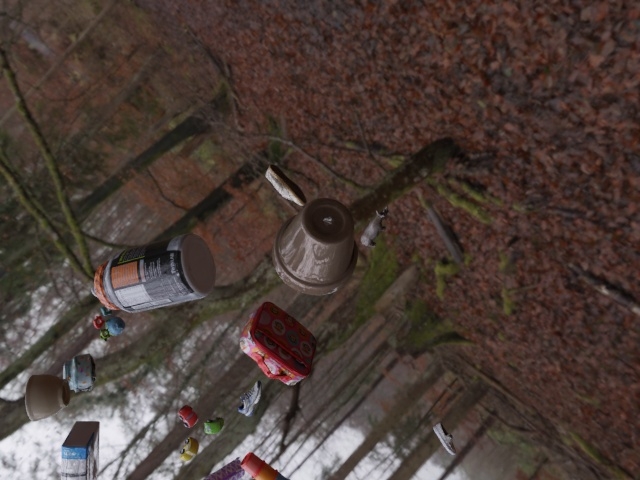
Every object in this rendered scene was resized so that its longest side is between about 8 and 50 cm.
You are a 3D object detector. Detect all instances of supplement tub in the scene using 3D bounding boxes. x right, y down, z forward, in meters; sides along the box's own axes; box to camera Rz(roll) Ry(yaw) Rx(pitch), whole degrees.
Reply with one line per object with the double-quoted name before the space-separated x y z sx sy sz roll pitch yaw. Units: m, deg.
"supplement tub" -0.488 0.103 1.461 0.193 0.315 0.194 -13 -90 -73

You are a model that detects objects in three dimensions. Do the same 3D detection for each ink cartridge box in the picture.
"ink cartridge box" -0.759 0.696 1.571 0.082 0.191 0.139 6 -169 -9

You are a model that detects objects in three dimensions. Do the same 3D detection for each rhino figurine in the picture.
"rhino figurine" 0.278 -0.071 2.468 0.073 0.243 0.106 41 -151 28

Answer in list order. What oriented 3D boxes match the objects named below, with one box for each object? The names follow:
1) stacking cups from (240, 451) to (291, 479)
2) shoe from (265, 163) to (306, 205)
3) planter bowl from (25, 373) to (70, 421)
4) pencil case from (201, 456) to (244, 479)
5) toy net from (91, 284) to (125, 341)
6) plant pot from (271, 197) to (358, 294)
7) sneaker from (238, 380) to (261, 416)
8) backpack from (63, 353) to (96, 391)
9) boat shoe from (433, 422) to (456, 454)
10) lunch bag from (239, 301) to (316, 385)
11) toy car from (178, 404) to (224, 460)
"stacking cups" -0.165 0.915 1.850 0.316 0.096 0.096 39 180 -5
"shoe" -0.142 -0.216 2.021 0.219 0.058 0.076 47 -153 9
"planter bowl" -0.962 0.551 1.763 0.162 0.109 0.162 172 90 -79
"pencil case" -0.412 1.008 2.094 0.088 0.206 0.087 -18 90 46
"toy net" -0.776 0.237 1.766 0.122 0.045 0.232 -24 -83 -55
"plant pot" 0.000 0.000 1.428 0.263 0.263 0.229 41 153 9
"sneaker" -0.245 0.545 1.714 0.058 0.135 0.052 22 -173 -16
"backpack" -1.138 0.623 2.341 0.144 0.188 0.166 3 -117 -33
"boat shoe" 0.393 0.614 1.536 0.035 0.035 0.100 14 -141 -58
"lunch bag" -0.161 0.399 1.860 0.293 0.120 0.258 40 -146 -16
"toy car" -0.508 0.825 2.162 0.224 0.239 0.053 0 180 -45
